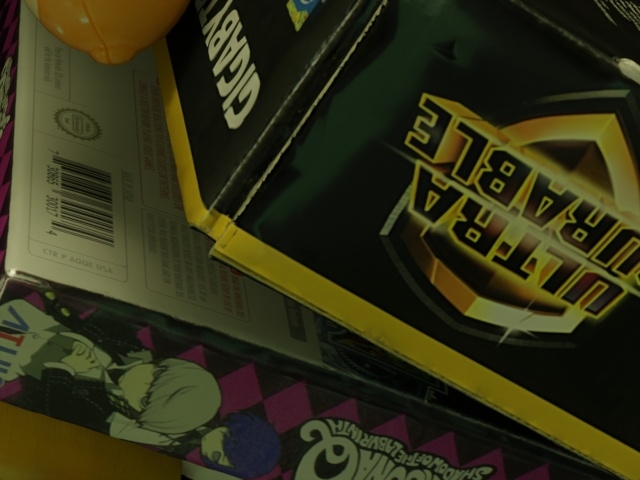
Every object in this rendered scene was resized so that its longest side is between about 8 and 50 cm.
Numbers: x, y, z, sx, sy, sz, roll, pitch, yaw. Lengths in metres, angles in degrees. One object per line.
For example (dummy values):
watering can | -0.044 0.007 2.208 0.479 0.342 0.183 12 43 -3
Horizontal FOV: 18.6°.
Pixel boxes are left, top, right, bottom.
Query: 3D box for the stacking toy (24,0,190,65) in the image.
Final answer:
stacking toy | -0.057 -0.185 0.439 0.166 0.175 0.301 -4 80 6

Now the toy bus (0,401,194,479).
toy bus | -0.107 0.145 0.713 0.191 0.104 0.202 -24 118 3

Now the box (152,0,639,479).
box | 0.076 -0.036 0.526 0.257 0.322 0.079 31 107 -22

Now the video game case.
video game case | 0.000 0.000 0.585 0.210 0.232 0.042 20 114 -18
